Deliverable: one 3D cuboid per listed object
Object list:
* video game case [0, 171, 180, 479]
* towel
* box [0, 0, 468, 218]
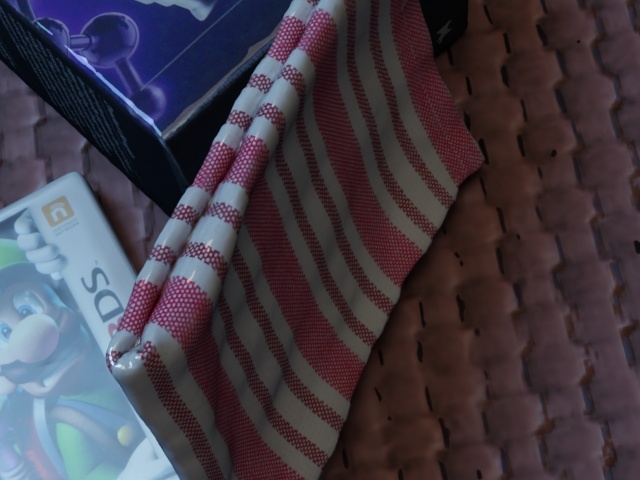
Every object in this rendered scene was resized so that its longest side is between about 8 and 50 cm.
[{"bbox_3d":[-0.139,0.085,0.587,0.190,0.022,0.173,-29,66,-5],"label":"video game case"},{"bbox_3d":[0.000,0.000,0.527,0.029,0.144,0.197,14,61,26],"label":"towel"},{"bbox_3d":[-0.064,-0.123,0.620,0.207,0.108,0.153,40,77,22],"label":"box"}]
